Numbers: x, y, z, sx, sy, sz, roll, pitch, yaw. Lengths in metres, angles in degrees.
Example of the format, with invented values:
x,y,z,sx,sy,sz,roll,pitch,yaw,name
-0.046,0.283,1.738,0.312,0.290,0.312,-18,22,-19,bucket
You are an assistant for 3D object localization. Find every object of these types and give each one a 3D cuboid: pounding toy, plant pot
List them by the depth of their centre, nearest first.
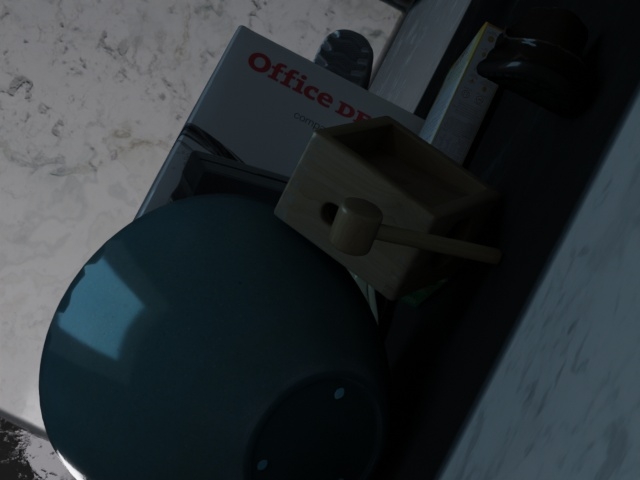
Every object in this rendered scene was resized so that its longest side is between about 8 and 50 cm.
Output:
x,y,z,sx,sy,sz,roll,pitch,yaw,name
0.054,-0.004,1.174,0.206,0.181,0.094,-18,-40,-57,pounding toy
-0.055,0.128,1.199,0.195,0.290,0.290,30,93,51,plant pot

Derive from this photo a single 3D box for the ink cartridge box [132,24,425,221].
x,y,z,sx,sy,sz,roll,pitch,yaw,name
-0.065,-0.004,1.708,0.395,0.285,0.166,-65,6,-21,ink cartridge box

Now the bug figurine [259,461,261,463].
x,y,z,sx,sy,sz,roll,pitch,yaw,name
-0.123,0.354,1.663,0.279,0.072,0.216,-66,5,-29,bug figurine

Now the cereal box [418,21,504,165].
x,y,z,sx,sy,sz,roll,pitch,yaw,name
0.128,-0.099,1.587,0.240,0.047,0.173,-65,4,-12,cereal box

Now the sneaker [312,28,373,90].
x,y,z,sx,sy,sz,roll,pitch,yaw,name
0.006,-0.146,2.029,0.281,0.105,0.115,-61,-15,6,sneaker

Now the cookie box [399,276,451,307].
x,y,z,sx,sy,sz,roll,pitch,yaw,name
0.101,0.004,1.340,0.092,0.040,0.107,-65,4,-21,cookie box

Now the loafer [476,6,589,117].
x,y,z,sx,sy,sz,roll,pitch,yaw,name
0.172,-0.152,1.175,0.078,0.080,0.220,-63,4,9,loafer

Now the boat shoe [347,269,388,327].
x,y,z,sx,sy,sz,roll,pitch,yaw,name
0.031,0.096,1.527,0.233,0.084,0.079,-77,-26,-44,boat shoe
